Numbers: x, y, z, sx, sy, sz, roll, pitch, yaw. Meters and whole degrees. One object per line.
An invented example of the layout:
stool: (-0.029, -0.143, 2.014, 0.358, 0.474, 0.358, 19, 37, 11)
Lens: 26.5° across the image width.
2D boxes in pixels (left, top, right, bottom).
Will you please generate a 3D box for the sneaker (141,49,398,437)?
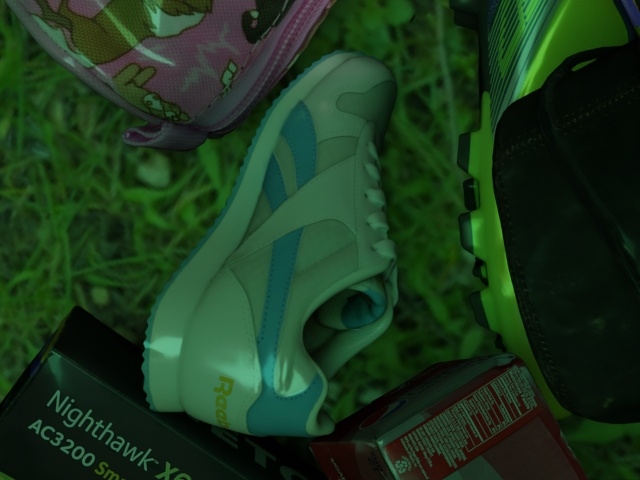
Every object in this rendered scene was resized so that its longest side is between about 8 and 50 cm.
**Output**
sneaker: (0.000, 0.000, 0.670, 0.092, 0.087, 0.228, 15, 55, 16)

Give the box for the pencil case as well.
pencil case: (0.000, -0.226, 0.669, 0.160, 0.167, 0.386, 36, 102, -32)

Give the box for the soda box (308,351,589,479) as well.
soda box: (0.101, 0.184, 0.618, 0.083, 0.092, 0.263, -28, 92, -21)

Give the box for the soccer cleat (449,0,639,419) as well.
soccer cleat: (0.130, -0.052, 0.681, 0.121, 0.093, 0.289, -3, 92, 9)

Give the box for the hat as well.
hat: (0.155, 0.012, 0.577, 0.134, 0.331, 0.331, -28, 87, 25)

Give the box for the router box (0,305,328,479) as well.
router box: (-0.074, 0.221, 0.700, 0.309, 0.081, 0.243, 35, 99, -9)
